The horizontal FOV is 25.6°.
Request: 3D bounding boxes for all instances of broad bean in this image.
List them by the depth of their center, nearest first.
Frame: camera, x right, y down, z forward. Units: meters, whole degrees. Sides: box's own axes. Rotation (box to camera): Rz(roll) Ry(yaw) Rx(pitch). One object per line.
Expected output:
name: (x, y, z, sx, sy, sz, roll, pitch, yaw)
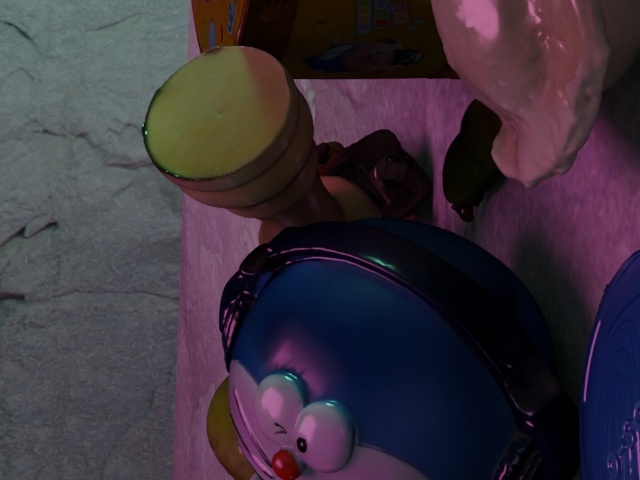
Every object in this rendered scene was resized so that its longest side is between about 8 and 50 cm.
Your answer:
broad bean: (0.129, -0.077, 1.018, 0.254, 0.046, 0.065, 122, 138, -71)

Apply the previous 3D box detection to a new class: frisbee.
frisbee: (0.186, 0.123, 0.789, 0.242, 0.045, 0.242, 178, 90, -79)

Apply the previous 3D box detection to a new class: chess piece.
chess piece: (0.000, 0.000, 1.137, 0.397, 0.117, 0.117, 51, -155, -54)

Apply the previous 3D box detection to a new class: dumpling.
dumpling: (0.126, -0.139, 0.840, 0.252, 0.131, 0.179, -98, 5, -49)

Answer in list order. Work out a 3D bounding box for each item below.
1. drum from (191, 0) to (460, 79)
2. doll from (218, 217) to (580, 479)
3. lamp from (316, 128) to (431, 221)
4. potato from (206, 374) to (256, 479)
drum: (0.020, -0.331, 1.105, 0.431, 0.214, 0.431, 179, 90, -77)
doll: (0.050, 0.130, 1.002, 0.284, 0.240, 0.310, 20, 135, 34)
lamp: (0.027, -0.041, 1.367, 0.253, 0.118, 0.118, 148, 120, -80)
potato: (-0.010, 0.191, 1.375, 0.228, 0.197, 0.149, 22, 123, 40)
